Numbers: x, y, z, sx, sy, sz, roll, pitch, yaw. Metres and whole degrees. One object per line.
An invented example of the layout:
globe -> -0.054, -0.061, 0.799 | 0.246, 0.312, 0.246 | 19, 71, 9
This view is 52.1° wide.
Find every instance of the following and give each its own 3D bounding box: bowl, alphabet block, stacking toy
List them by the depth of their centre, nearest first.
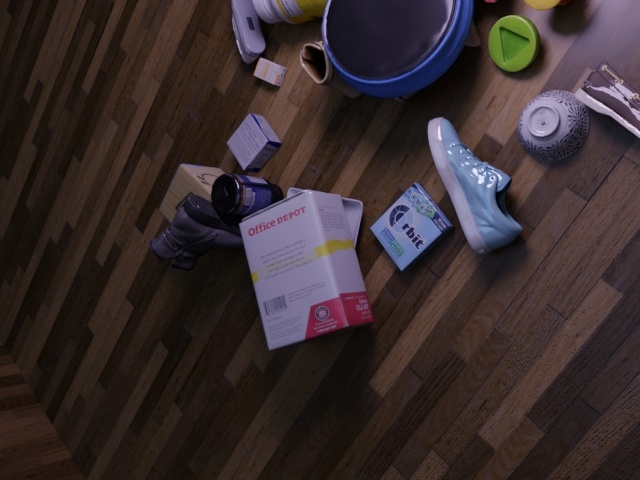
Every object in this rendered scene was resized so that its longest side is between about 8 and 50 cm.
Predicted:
bowl -> 0.531, -0.273, 1.529 | 0.170, 0.080, 0.170 | 0, 89, 35
stacking toy -> 0.471, -0.582, 1.594 | 0.309, 0.130, 0.280 | 38, 137, 34
bowl -> 0.180, -0.554, 1.626 | 0.390, 0.077, 0.392 | -5, 80, 28
alphabet block -> -0.371, -0.113, 2.125 | 0.197, 0.192, 0.194 | 41, 114, 29

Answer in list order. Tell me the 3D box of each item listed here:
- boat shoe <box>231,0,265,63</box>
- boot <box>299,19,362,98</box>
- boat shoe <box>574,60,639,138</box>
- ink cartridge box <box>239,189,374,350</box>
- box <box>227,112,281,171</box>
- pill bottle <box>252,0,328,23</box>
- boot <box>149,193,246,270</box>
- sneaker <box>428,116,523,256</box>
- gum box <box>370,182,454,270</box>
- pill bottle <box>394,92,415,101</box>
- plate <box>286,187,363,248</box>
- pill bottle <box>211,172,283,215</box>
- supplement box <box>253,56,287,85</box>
boat shoe -> -0.241, -0.696, 2.104 | 0.088, 0.096, 0.268 | -35, 68, 54
boot -> 0.020, -0.534, 1.832 | 0.095, 0.203, 0.262 | -23, 76, 35
boat shoe -> 0.696, -0.265, 1.389 | 0.324, 0.116, 0.097 | 48, 119, 33
ink cartridge box -> -0.042, 0.084, 1.841 | 0.279, 0.160, 0.385 | -21, 77, 33
box -> -0.211, -0.309, 2.081 | 0.137, 0.072, 0.126 | -46, 64, 27
pill bottle -> -0.031, -0.735, 1.884 | 0.333, 0.187, 0.188 | -2, 88, 37
boot -> -0.337, 0.009, 2.012 | 0.223, 0.338, 0.118 | -47, 36, 18
sneaker -> 0.390, -0.154, 1.613 | 0.150, 0.135, 0.366 | -25, 83, 26
gum box -> 0.244, -0.035, 1.760 | 0.184, 0.041, 0.157 | -46, 64, 26
pill bottle -> 0.257, -0.456, 1.719 | 0.184, 0.103, 0.103 | -34, 70, 31
plate -> 0.000, 0.000, 1.938 | 0.277, 0.045, 0.278 | 14, 97, 36
pill bottle -> -0.216, -0.135, 1.990 | 0.122, 0.219, 0.123 | -1, 88, 36
supplement box -> -0.159, -0.533, 2.068 | 0.098, 0.036, 0.062 | 32, 107, 33
